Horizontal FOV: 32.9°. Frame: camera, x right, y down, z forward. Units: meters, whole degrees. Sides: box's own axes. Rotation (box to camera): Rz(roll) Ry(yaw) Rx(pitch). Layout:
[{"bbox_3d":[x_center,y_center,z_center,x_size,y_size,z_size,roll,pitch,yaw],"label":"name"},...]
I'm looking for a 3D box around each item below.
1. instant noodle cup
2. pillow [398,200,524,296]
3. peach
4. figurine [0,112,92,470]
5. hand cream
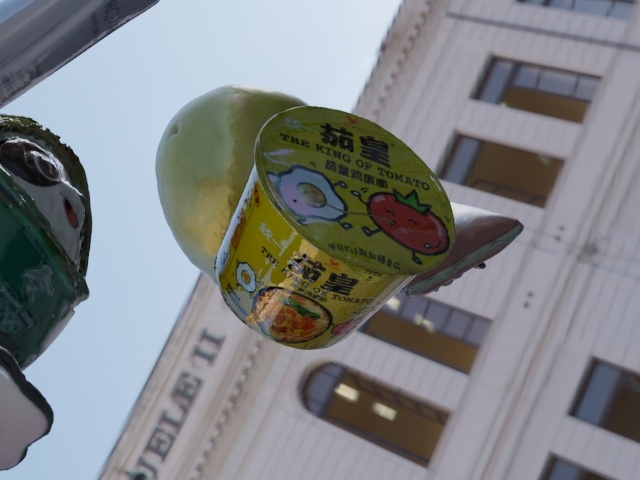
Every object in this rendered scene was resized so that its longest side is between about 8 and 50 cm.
[{"bbox_3d":[0.000,0.000,0.917,0.182,0.182,0.144,-25,-22,-46],"label":"instant noodle cup"},{"bbox_3d":[0.118,0.011,1.216,0.171,0.179,0.075,-27,-69,-22],"label":"pillow"},{"bbox_3d":[-0.096,-0.074,1.648,0.314,0.282,0.315,54,-162,-66],"label":"peach"},{"bbox_3d":[-0.327,0.025,0.988,0.340,0.231,0.323,-94,-15,-49],"label":"figurine"},{"bbox_3d":[-0.184,-0.094,0.586,0.255,0.048,0.079,-35,-4,-15],"label":"hand cream"}]
